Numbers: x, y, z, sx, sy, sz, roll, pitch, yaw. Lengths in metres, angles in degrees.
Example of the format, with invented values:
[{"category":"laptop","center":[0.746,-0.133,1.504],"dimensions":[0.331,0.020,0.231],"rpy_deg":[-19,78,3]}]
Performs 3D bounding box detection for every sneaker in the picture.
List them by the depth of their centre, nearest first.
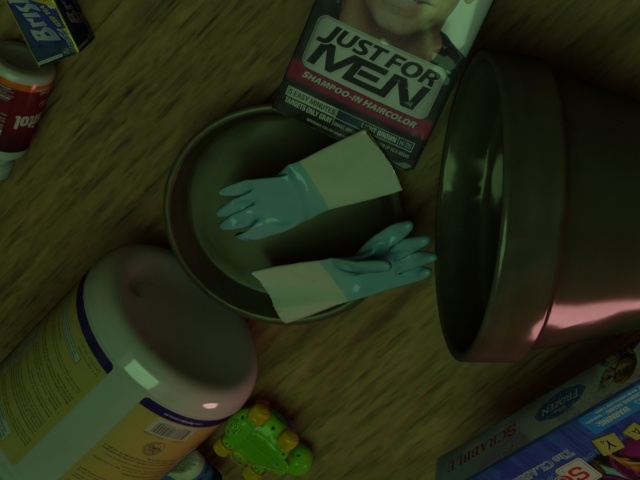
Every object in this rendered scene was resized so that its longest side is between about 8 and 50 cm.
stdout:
[{"category":"sneaker","center":[-0.194,0.298,2.006],"dimensions":[0.152,0.058,0.084],"rpy_deg":[-2,144,36]}]

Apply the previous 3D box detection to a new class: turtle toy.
[{"category":"turtle toy","center":[-0.065,0.251,1.948],"dimensions":[0.130,0.066,0.095],"rpy_deg":[42,117,-9]}]

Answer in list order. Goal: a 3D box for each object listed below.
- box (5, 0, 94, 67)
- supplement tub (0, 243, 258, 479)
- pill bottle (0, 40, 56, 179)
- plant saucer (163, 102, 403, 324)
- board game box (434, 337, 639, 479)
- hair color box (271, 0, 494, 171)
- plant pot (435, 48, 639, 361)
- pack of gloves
[{"category":"box","center":[-0.322,-0.285,1.754],"dimensions":[0.059,0.054,0.169],"rpy_deg":[-17,111,21]},{"category":"supplement tub","center":[-0.259,0.189,1.866],"dimensions":[0.241,0.241,0.331],"rpy_deg":[42,118,-9]},{"category":"pill bottle","center":[-0.369,-0.149,1.815],"dimensions":[0.086,0.086,0.152],"rpy_deg":[26,119,0]},{"category":"plant saucer","center":[-0.042,-0.032,1.804],"dimensions":[0.278,0.041,0.278],"rpy_deg":[3,115,6]},{"category":"board game box","center":[0.347,0.278,1.727],"dimensions":[0.318,0.066,0.318],"rpy_deg":[36,128,-22]},{"category":"hair color box","center":[0.093,-0.264,1.635],"dimensions":[0.174,0.105,0.347],"rpy_deg":[24,118,1]},{"category":"plant pot","center":[0.285,-0.027,1.619],"dimensions":[0.280,0.323,0.323],"rpy_deg":[4,118,-8]},{"category":"pack of gloves","center":[0.000,0.000,1.728],"dimensions":[0.232,0.046,0.195],"rpy_deg":[-20,118,30]}]
